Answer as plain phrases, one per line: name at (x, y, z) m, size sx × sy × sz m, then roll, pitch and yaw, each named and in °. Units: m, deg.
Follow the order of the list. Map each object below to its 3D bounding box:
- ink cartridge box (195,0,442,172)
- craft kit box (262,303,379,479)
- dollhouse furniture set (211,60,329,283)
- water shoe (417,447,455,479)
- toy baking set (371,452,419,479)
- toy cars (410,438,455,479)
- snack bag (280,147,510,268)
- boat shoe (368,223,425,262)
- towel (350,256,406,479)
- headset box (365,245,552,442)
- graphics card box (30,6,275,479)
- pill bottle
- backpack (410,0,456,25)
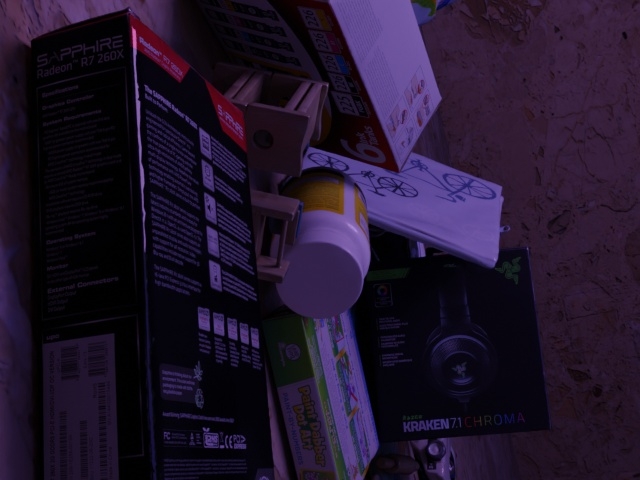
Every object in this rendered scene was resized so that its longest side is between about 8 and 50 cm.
ink cartridge box at (-0.027, -0.246, 1.124) m, size 0.130 × 0.271 × 0.309 m, roll -59°, pitch 148°, yaw -19°
craft kit box at (0.008, 0.192, 1.193) m, size 0.246 × 0.061 × 0.250 m, roll -32°, pitch 109°, yaw -78°
dollhouse furniture set at (-0.077, -0.075, 0.988) m, size 0.129 × 0.129 × 0.184 m, roll -69°, pitch 170°, yaw -64°
water shoe at (0.230, 0.466, 1.818) m, size 0.080 × 0.073 × 0.203 m, roll -70°, pitch 147°, yaw -58°
toy baking set at (0.108, 0.416, 1.395) m, size 0.256 × 0.030 × 0.197 m, roll 40°, pitch 52°, yaw -60°
toy cars at (0.202, 0.451, 1.670) m, size 0.176 × 0.087 × 0.394 m, roll -20°, pitch 103°, yaw -74°
snack bag at (0.123, -0.069, 1.383) m, size 0.342 × 0.323 × 0.037 m, roll -65°, pitch 176°, yaw -66°
boat shoe at (0.105, -0.045, 1.621) m, size 0.102 × 0.108 × 0.301 m, roll -26°, pitch 103°, yaw -75°
towel at (0.082, 0.226, 1.497) m, size 0.271 × 0.040 × 0.370 m, roll -69°, pitch 148°, yaw -61°
headset box at (0.199, 0.149, 1.388) m, size 0.131 × 0.246 × 0.283 m, roll 62°, pitch 23°, yaw -77°
graphics card box at (-0.124, 0.040, 0.736) m, size 0.233 × 0.094 × 0.371 m, roll 36°, pitch 45°, yaw -70°
pill bottle at (0.000, 0.000, 1.124) m, size 0.208 × 0.119 × 0.119 m, roll -87°, pitch 162°, yaw -65°
backpack at (0.058, -0.402, 1.287) m, size 0.355 × 0.273 × 0.290 m, roll -81°, pitch 159°, yaw -69°
